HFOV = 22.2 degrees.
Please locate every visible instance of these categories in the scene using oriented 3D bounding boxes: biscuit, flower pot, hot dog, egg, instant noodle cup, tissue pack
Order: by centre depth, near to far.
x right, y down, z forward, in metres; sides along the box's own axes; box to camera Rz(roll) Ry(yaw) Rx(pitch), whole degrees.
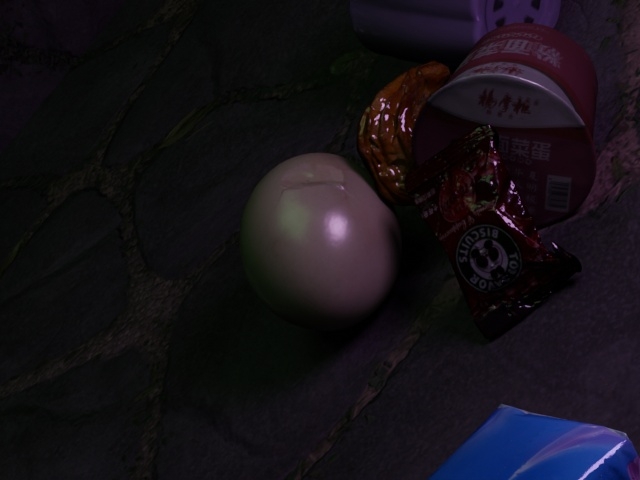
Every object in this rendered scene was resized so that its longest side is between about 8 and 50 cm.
[{"bbox_3d":[0.177,0.299,1.575,0.263,0.146,0.198,-42,25,-26],"label":"tissue pack"},{"bbox_3d":[0.202,-0.016,1.967,0.151,0.235,0.063,-38,-15,34],"label":"biscuit"},{"bbox_3d":[0.247,-0.155,2.066,0.234,0.235,0.178,-23,26,34],"label":"instant noodle cup"},{"bbox_3d":[0.000,0.000,2.174,0.219,0.219,0.269,-38,31,12],"label":"egg"},{"bbox_3d":[0.146,-0.150,2.195,0.114,0.175,0.259,-22,11,29],"label":"hot dog"},{"bbox_3d":[0.210,-0.371,2.374,0.243,0.265,0.265,22,69,48],"label":"flower pot"}]
